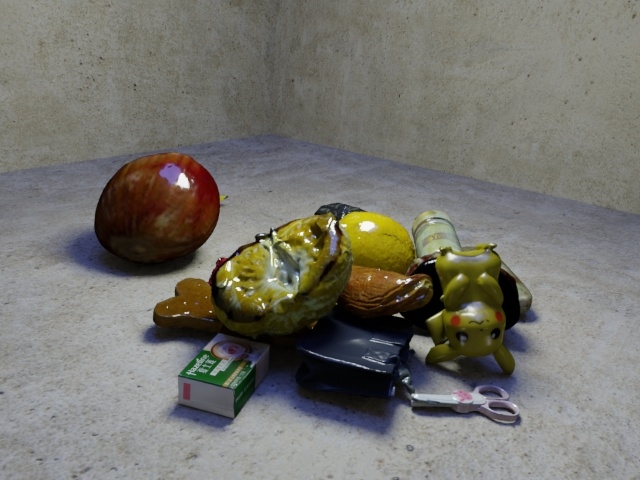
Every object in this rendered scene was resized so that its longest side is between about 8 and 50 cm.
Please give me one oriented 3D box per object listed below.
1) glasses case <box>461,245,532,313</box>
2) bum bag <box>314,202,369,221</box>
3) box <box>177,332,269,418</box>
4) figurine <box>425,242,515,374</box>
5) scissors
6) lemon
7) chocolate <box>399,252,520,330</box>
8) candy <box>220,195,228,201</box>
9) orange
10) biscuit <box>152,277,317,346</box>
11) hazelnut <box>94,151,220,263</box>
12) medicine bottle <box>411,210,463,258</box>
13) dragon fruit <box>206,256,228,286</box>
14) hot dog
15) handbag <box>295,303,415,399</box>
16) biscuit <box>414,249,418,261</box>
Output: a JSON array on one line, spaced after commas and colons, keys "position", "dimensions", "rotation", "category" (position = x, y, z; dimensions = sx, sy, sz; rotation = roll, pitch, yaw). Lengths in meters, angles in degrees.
[{"position": [0.555, 0.122, 1.891], "dimensions": [0.157, 0.098, 0.425], "rotation": [3, 20, -4], "category": "glasses case"}, {"position": [0.125, -0.097, 2.394], "dimensions": [0.144, 0.095, 0.340], "rotation": [-29, 35, -32], "category": "bum bag"}, {"position": [-0.210, 0.294, 1.277], "dimensions": [0.135, 0.081, 0.199], "rotation": [10, 19, 14], "category": "box"}, {"position": [0.362, 0.168, 1.430], "dimensions": [0.218, 0.326, 0.169], "rotation": [-4, -17, 7], "category": "figurine"}, {"position": [0.318, 0.360, 1.289], "dimensions": [0.242, 0.030, 0.118], "rotation": [4, 19, -9], "category": "scissors"}, {"position": [0.150, 0.034, 1.786], "dimensions": [0.310, 0.257, 0.258], "rotation": [29, 9, -27], "category": "lemon"}, {"position": [0.385, 0.142, 1.641], "dimensions": [0.340, 0.225, 0.210], "rotation": [8, 12, 9], "category": "chocolate"}, {"position": [-0.512, -0.148, 2.393], "dimensions": [0.187, 0.081, 0.297], "rotation": [5, 20, 6], "category": "candy"}, {"position": [-0.078, 0.110, 1.400], "dimensions": [0.369, 0.210, 0.271], "rotation": [-26, 37, 1], "category": "orange"}, {"position": [-0.215, 0.213, 1.514], "dimensions": [0.432, 0.064, 0.283], "rotation": [12, 21, 8], "category": "biscuit"}, {"position": [-0.537, -0.094, 1.901], "dimensions": [0.421, 0.352, 0.420], "rotation": [-3, 54, 4], "category": "hazelnut"}, {"position": [0.404, 0.034, 1.965], "dimensions": [0.151, 0.151, 0.322], "rotation": [5, 30, -1], "category": "medicine bottle"}, {"position": [-0.273, 0.111, 1.780], "dimensions": [0.063, 0.097, 0.131], "rotation": [26, 9, 37], "category": "dragon fruit"}, {"position": [0.159, 0.131, 1.455], "dimensions": [0.272, 0.122, 0.196], "rotation": [7, 8, 44], "category": "hot dog"}, {"position": [0.106, 0.266, 1.370], "dimensions": [0.269, 0.118, 0.326], "rotation": [8, 17, 17], "category": "handbag"}, {"position": [0.274, 0.064, 2.063], "dimensions": [0.203, 0.041, 0.260], "rotation": [15, 20, 25], "category": "biscuit"}]
